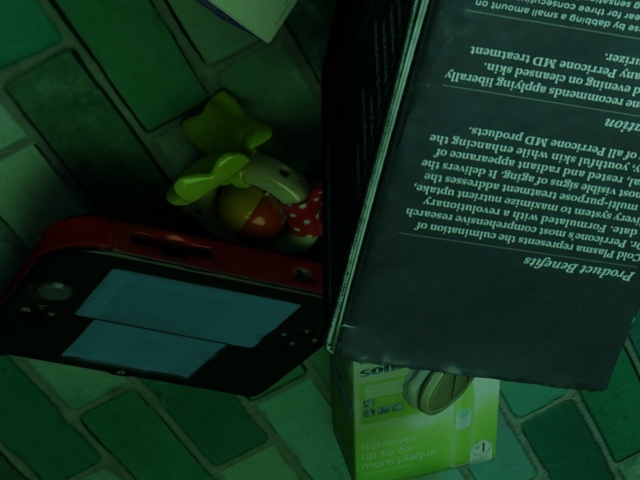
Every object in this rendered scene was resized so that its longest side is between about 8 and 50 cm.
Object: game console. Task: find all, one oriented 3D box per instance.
[{"bbox_3d":[-0.184,0.093,1.985,0.386,0.060,0.342,13,147,-23],"label":"game console"}]

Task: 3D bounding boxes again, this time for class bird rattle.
[{"bbox_3d":[-0.057,-0.053,1.934,0.253,0.143,0.207,23,148,-15],"label":"bird rattle"}]

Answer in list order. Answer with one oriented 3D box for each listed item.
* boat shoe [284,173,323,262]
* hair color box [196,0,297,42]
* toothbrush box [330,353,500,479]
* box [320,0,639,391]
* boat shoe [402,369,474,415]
[{"bbox_3d":[0.000,0.000,2.030,0.095,0.112,0.335,4,134,-30],"label":"boat shoe"},{"bbox_3d":[-0.136,-0.358,1.608,0.339,0.110,0.185,33,91,-41],"label":"hair color box"},{"bbox_3d":[0.126,0.186,2.245,0.206,0.122,0.283,-11,133,-11],"label":"toothbrush box"},{"bbox_3d":[0.180,-0.194,1.621,0.297,0.480,0.472,9,130,-8],"label":"box"},{"bbox_3d":[0.169,0.090,2.073,0.302,0.103,0.113,-52,157,-36],"label":"boat shoe"}]
